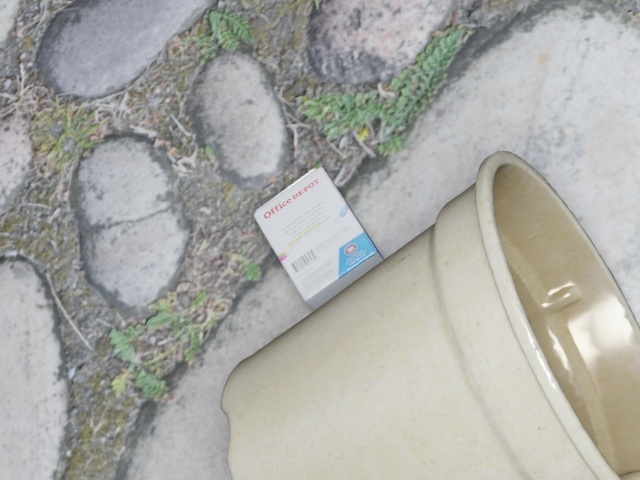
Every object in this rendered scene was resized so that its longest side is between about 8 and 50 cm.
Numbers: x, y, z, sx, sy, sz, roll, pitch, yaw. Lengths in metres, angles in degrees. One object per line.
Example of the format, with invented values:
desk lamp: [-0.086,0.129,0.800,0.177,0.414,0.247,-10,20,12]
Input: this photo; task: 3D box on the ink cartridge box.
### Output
ink cartridge box: [0.000,0.000,1.374,0.088,0.052,0.122,-35,60,5]

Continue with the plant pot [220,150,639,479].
plant pot: [0.097,0.140,1.143,0.305,0.334,0.334,-28,59,23]
